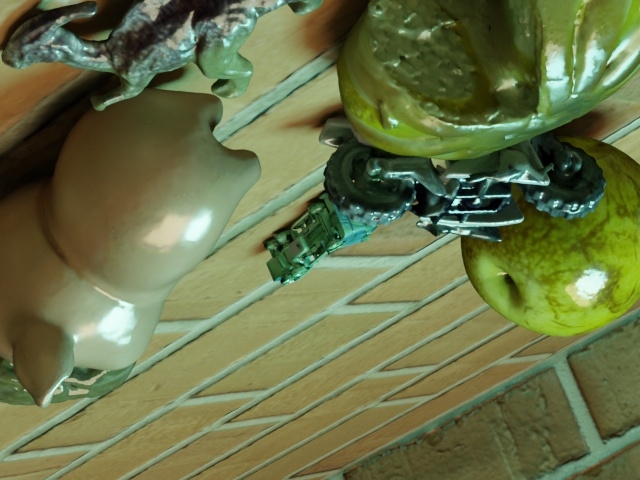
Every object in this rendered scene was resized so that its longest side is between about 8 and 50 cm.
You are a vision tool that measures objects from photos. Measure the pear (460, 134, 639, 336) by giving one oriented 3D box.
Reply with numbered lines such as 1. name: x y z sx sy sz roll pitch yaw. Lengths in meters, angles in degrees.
1. pear: 0.318 -0.010 2.189 0.280 0.281 0.281 -22 164 -6

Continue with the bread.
1. bread: 0.183 -0.179 1.606 0.333 0.160 0.333 -21 166 -6

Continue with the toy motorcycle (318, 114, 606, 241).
1. toy motorcycle: 0.150 -0.101 1.851 0.326 0.188 0.143 -2 148 -19

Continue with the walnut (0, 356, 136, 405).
1. walnut: -0.301 0.098 1.839 0.230 0.178 0.178 -10 160 -27

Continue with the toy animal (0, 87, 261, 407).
1. toy animal: -0.204 -0.003 1.568 0.269 0.237 0.326 -25 163 -30

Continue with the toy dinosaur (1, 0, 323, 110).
1. toy dinosaur: -0.108 -0.170 1.372 0.294 0.077 0.162 -22 164 -1

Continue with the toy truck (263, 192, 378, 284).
1. toy truck: 0.000 0.000 2.111 0.081 0.067 0.175 -12 161 -39
